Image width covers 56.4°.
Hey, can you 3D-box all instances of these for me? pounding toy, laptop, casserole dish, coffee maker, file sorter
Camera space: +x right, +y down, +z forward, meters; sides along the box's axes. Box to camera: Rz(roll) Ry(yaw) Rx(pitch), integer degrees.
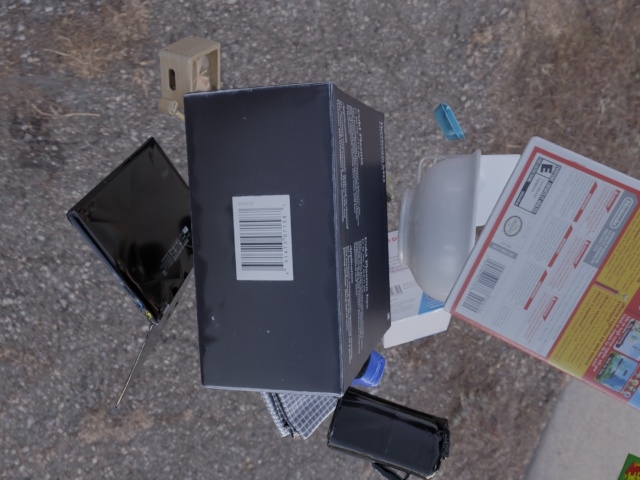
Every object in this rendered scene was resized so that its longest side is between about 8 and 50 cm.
[{"bbox_3d":[-0.325,-0.353,1.382,0.206,0.094,0.181,-52,156,-48],"label":"pounding toy"},{"bbox_3d":[-0.398,0.058,1.287,0.408,0.236,0.382,59,22,-22],"label":"laptop"},{"bbox_3d":[0.358,-0.328,1.674,0.114,0.037,0.188,64,23,1],"label":"casserole dish"},{"bbox_3d":[0.107,0.301,0.959,0.171,0.178,0.120,100,9,-50],"label":"coffee maker"},{"bbox_3d":[0.428,-0.154,1.723,0.278,0.173,0.192,-9,105,-44],"label":"file sorter"}]

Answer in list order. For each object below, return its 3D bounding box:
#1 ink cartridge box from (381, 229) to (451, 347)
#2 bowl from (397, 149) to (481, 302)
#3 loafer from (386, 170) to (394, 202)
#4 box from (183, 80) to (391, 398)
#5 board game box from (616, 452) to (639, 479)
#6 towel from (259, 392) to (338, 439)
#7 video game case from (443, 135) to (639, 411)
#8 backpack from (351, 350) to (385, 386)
[{"bbox_3d":[0.235,0.132,1.728,0.198,0.270,0.197,-15,150,-3],"label":"ink cartridge box"},{"bbox_3d":[0.218,-0.020,1.098,0.298,0.134,0.297,4,90,-75],"label":"bowl"},{"bbox_3d":[0.117,-0.202,1.711,0.268,0.102,0.092,39,48,-40],"label":"loafer"},{"bbox_3d":[-0.022,-0.011,0.796,0.312,0.179,0.343,-17,106,-72],"label":"box"},{"bbox_3d":[0.416,0.322,0.689,0.043,0.181,0.092,30,82,-8],"label":"board game box"},{"bbox_3d":[-0.039,0.437,1.822,0.284,0.121,0.235,-38,118,-38],"label":"towel"},{"bbox_3d":[0.293,0.048,0.584,0.204,0.285,0.025,-67,166,19],"label":"video game case"},{"bbox_3d":[0.112,0.321,1.511,0.101,0.120,0.098,29,65,-25],"label":"backpack"}]
